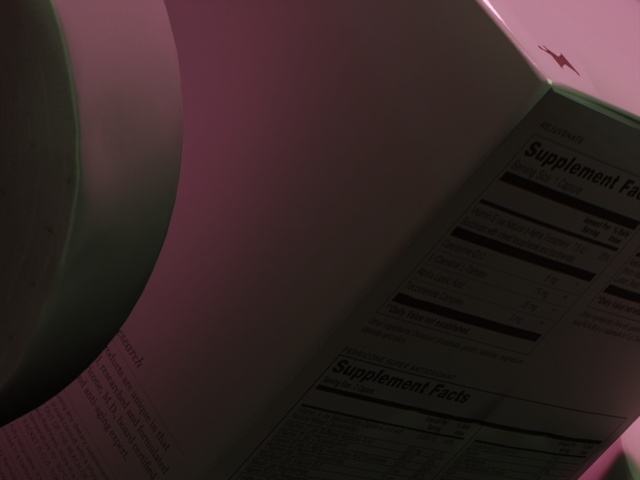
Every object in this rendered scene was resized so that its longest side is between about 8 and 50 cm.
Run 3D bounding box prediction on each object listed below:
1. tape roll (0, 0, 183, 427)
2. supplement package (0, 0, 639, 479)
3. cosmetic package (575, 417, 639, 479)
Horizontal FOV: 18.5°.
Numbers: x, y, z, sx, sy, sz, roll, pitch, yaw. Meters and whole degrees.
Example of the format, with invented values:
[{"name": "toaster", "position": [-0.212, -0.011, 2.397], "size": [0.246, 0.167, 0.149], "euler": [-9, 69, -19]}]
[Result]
[{"name": "tape roll", "position": [-0.154, -0.037, 0.580], "size": [0.219, 0.219, 0.072], "euler": [43, 19, 8]}, {"name": "supplement package", "position": [0.000, 0.000, 0.717], "size": [0.198, 0.263, 0.199], "euler": [16, 31, -49]}, {"name": "cosmetic package", "position": [0.158, 0.125, 0.876], "size": [0.197, 0.155, 0.365], "euler": [29, 21, -11]}]
